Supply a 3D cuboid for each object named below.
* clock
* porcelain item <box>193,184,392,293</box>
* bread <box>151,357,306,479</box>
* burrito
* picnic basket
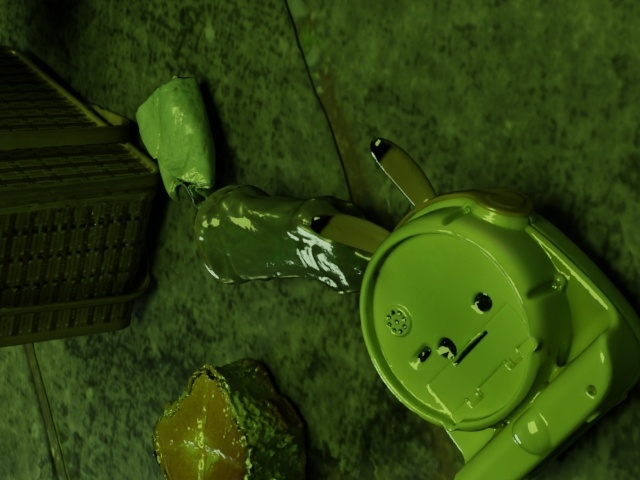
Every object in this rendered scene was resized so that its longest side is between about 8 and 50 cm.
[{"bbox_3d":[0.093,0.044,1.031,0.232,0.069,0.170,51,130,16],"label":"clock"},{"bbox_3d":[0.000,0.000,1.169,0.215,0.069,0.081,5,121,46],"label":"porcelain item"},{"bbox_3d":[-0.071,0.175,1.270,0.128,0.069,0.140,-56,50,35],"label":"bread"},{"bbox_3d":[-0.117,-0.079,1.319,0.074,0.044,0.118,-40,61,40],"label":"burrito"},{"bbox_3d":[-0.310,-0.052,1.412,0.313,0.228,0.175,39,124,42],"label":"picnic basket"}]
